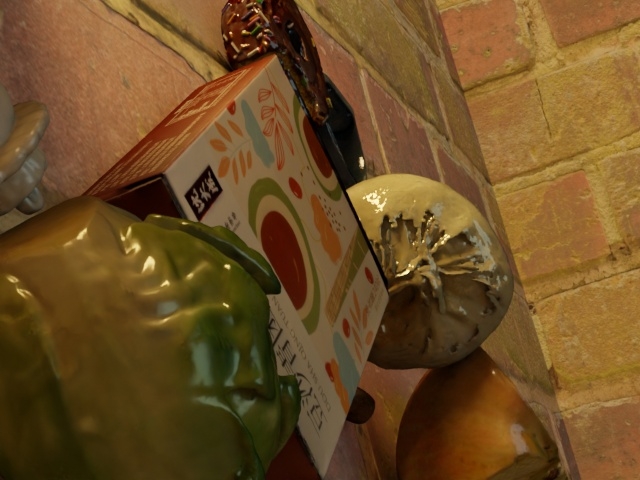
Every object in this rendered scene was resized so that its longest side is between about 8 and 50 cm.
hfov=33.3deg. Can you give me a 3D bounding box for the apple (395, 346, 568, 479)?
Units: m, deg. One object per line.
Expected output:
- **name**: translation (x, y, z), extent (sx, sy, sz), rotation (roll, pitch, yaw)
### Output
- **apple**: translation (0.228, 0.295, 1.540), extent (0.309, 0.252, 0.314), rotation (46, 55, -57)

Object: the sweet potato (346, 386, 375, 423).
- **sweet potato**: translation (0.028, 0.210, 1.423), extent (0.117, 0.049, 0.049), rotation (32, 41, -46)

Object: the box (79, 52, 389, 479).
- **box**: translation (-0.072, 0.023, 1.160), extent (0.344, 0.122, 0.385), rotation (64, 24, -18)

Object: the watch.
- **watch**: translation (0.015, -0.170, 1.736), extent (0.206, 0.068, 0.193), rotation (50, 26, -51)

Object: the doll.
- **doll**: translation (-0.293, -0.123, 0.745), extent (0.293, 0.119, 0.138), rotation (52, 9, -32)

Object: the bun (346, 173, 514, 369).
- **bun**: translation (0.109, 0.052, 1.427), extent (0.146, 0.287, 0.287), rotation (-61, 129, -75)

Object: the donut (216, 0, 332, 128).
- **donut**: translation (-0.070, -0.267, 1.545), extent (0.230, 0.096, 0.216), rotation (48, 26, -49)

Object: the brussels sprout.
- **brussels sprout**: translation (-0.130, 0.099, 0.804), extent (0.294, 0.227, 0.259), rotation (55, 8, -20)
